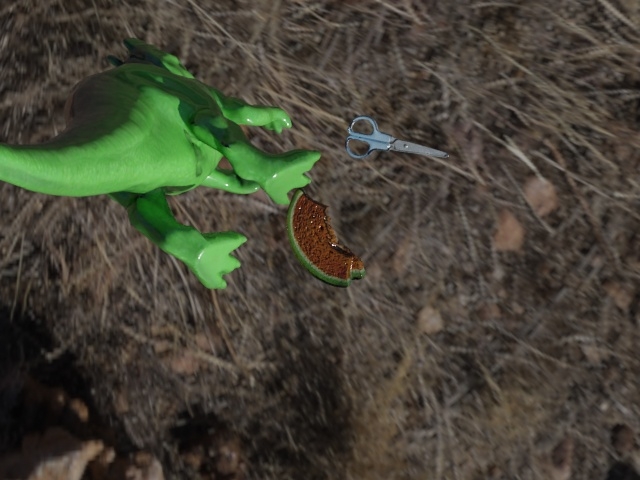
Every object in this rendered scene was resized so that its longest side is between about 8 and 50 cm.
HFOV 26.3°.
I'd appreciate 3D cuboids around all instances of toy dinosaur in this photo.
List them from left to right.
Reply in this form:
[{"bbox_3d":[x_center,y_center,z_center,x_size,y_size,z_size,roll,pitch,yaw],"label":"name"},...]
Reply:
[{"bbox_3d":[-0.203,-0.135,1.178,0.500,0.374,0.144,20,111,-47],"label":"toy dinosaur"}]

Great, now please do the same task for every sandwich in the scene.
[{"bbox_3d":[-0.002,-0.001,1.665,0.067,0.029,0.135,-27,93,22],"label":"sandwich"}]

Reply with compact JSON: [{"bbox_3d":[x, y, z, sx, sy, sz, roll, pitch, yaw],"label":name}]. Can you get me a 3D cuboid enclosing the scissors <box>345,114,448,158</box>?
[{"bbox_3d":[0.061,-0.076,1.081,0.083,0.006,0.036,11,111,-5],"label":"scissors"}]
